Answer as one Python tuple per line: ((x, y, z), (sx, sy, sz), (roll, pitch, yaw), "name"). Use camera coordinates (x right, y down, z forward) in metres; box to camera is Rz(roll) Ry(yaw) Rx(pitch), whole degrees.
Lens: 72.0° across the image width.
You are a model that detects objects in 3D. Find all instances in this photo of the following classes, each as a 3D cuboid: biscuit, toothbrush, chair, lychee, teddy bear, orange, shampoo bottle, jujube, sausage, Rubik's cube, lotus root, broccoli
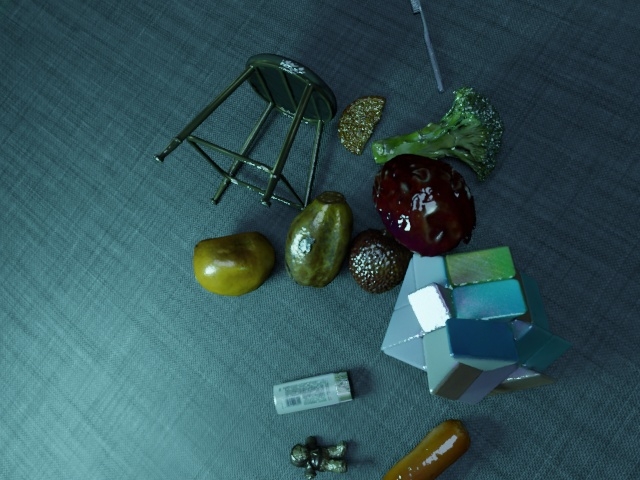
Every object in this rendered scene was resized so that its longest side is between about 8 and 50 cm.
((0.121, -0.381, 1.409), (0.125, 0.025, 0.206), (24, 85, 17), "biscuit")
((0.340, -0.629, 1.406), (0.029, 0.024, 0.354), (-15, 76, 16), "toothbrush")
((-0.160, -0.284, 1.298), (0.361, 0.365, 0.410), (23, 80, 17), "chair")
((0.162, 0.053, 1.236), (0.194, 0.194, 0.195), (-3, 79, 13), "lychee")
((-0.005, 0.606, 1.225), (0.160, 0.078, 0.119), (4, 37, 1), "teddy bear")
((-0.258, 0.073, 1.314), (0.248, 0.249, 0.184), (-9, 93, 11), "orange")
((-0.020, 0.437, 1.269), (0.227, 0.056, 0.086), (-16, 74, 10), "shampoo bottle")
((0.261, -0.100, 1.132), (0.258, 0.377, 0.259), (0, 103, -2), "jujube")
((0.271, 0.588, 1.157), (0.089, 0.083, 0.300), (45, 93, 5), "sausage")
((0.369, 0.202, 1.086), (0.368, 0.358, 0.388), (10, 78, 57), "Rubik's cube")
((-0.009, -0.004, 1.234), (0.193, 0.193, 0.291), (35, 128, 17), "lotus root")
((0.335, -0.314, 1.274), (0.361, 0.221, 0.252), (9, 117, 15), "broccoli")
